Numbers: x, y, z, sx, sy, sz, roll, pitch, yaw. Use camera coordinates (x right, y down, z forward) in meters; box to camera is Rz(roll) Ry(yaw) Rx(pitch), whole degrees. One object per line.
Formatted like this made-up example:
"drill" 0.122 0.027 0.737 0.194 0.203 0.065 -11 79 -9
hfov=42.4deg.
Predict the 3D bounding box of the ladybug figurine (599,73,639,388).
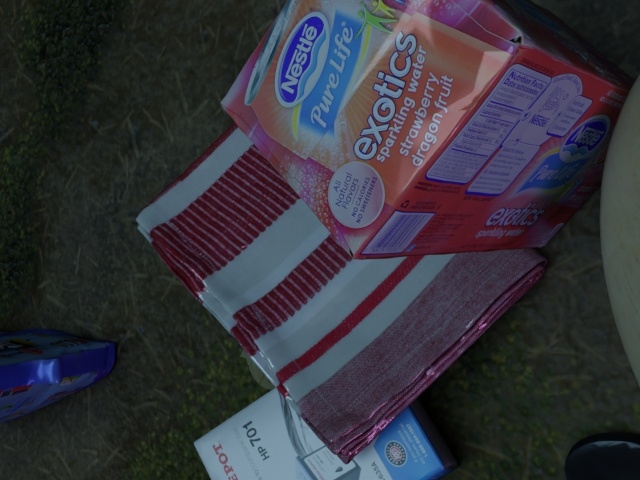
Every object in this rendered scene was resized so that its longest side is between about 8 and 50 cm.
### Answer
"ladybug figurine" 0.352 0.054 0.475 0.305 0.162 0.449 -34 72 31

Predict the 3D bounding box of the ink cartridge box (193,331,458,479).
"ink cartridge box" 0.004 0.192 0.744 0.190 0.082 0.140 -34 70 7

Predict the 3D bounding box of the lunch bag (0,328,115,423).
"lunch bag" -0.406 0.172 0.988 0.293 0.221 0.138 -11 85 36

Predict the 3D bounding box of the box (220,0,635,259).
"box" 0.103 -0.092 0.567 0.142 0.300 0.154 50 118 24

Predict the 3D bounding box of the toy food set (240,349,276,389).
"toy food set" -0.027 0.135 0.840 0.122 0.019 0.078 50 118 29

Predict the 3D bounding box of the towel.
"towel" 0.000 0.000 0.742 0.237 0.037 0.329 -44 61 -4

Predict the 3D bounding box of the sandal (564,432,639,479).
"sandal" 0.274 0.253 0.602 0.097 0.054 0.254 -44 67 28
